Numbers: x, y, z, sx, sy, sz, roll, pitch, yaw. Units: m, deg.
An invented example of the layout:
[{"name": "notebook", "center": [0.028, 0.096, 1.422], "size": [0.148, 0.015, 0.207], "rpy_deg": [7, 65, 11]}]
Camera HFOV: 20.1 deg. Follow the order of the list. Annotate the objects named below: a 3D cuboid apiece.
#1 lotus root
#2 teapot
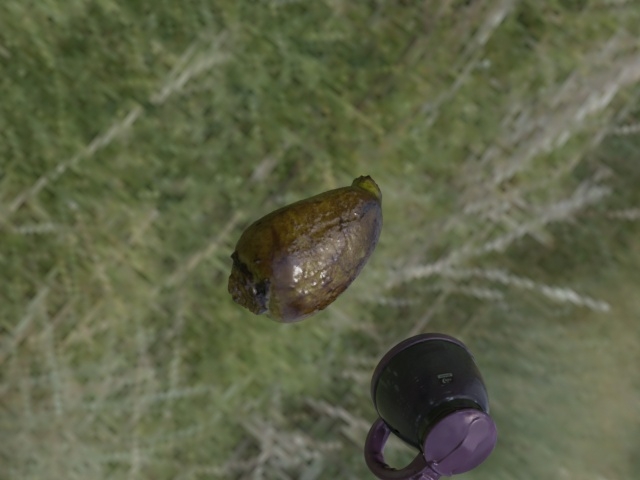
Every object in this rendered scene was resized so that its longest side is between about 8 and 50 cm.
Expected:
[{"name": "lotus root", "center": [0.000, 0.000, 1.721], "size": [0.191, 0.094, 0.108], "rpy_deg": [-37, 123, -23]}, {"name": "teapot", "center": [0.108, 0.179, 1.838], "size": [0.148, 0.146, 0.116], "rpy_deg": [-24, 123, -5]}]
